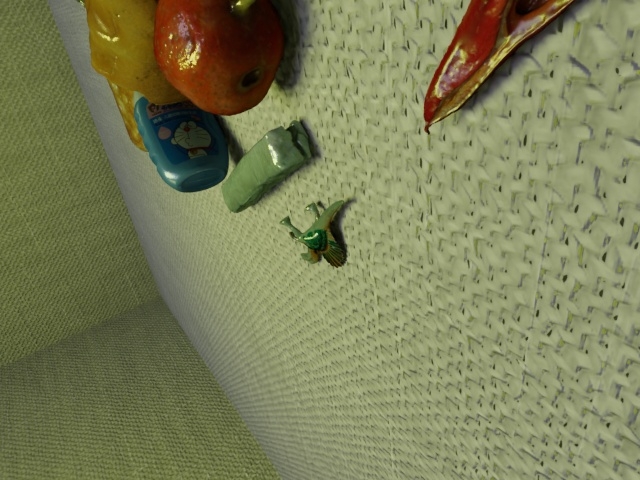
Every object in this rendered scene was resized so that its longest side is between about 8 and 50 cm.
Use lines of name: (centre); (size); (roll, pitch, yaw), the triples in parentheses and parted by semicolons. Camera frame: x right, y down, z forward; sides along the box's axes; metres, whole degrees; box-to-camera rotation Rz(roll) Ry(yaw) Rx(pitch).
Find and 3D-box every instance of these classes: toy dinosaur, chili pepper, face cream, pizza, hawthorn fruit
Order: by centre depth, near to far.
chili pepper: (0.131, -0.160, 0.269); (0.268, 0.059, 0.050); (123, 156, -63)
hawthorn fruit: (-0.096, -0.248, 0.484); (0.285, 0.165, 0.165); (-7, 106, 64)
toy dinosaur: (0.003, -0.002, 0.648); (0.187, 0.044, 0.106); (-12, 115, 50)
face cream: (-0.274, -0.221, 0.839); (0.264, 0.149, 0.083); (61, 150, 17)
pizza: (-0.460, -0.330, 1.163); (0.258, 0.087, 0.268); (37, 143, 37)

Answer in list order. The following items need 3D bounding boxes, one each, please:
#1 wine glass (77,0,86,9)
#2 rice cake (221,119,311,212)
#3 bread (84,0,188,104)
wine glass: (-0.425, -0.563, 0.848); (0.232, 0.156, 0.156); (9, 120, 54)
rice cake: (-0.108, -0.106, 0.729); (0.336, 0.063, 0.066); (-17, 94, 63)
bread: (-0.247, -0.337, 0.650); (0.344, 0.195, 0.149); (135, 128, -62)
